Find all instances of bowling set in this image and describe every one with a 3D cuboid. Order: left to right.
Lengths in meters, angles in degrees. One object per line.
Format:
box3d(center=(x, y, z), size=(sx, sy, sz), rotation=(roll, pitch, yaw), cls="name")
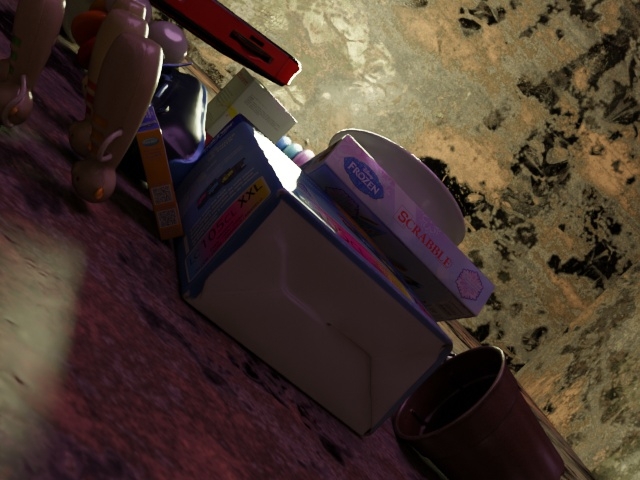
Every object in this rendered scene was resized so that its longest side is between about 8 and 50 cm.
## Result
box3d(center=(-0.270, -0.169, 0.700), size=(0.199, 0.154, 0.287), rotation=(18, 19, -21), cls="bowling set")

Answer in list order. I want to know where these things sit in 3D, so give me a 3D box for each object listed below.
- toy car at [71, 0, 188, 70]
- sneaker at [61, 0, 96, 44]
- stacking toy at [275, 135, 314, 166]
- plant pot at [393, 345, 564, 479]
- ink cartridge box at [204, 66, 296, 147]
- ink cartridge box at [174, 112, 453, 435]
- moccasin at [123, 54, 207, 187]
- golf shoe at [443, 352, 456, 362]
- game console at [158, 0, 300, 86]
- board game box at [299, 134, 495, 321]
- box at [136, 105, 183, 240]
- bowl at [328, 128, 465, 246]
box3d(center=(-0.313, -0.295, 1.161), size=(0.182, 0.159, 0.136), rotation=(43, 42, -10), cls="toy car")
box3d(center=(-0.456, -0.490, 1.236), size=(0.169, 0.108, 0.293), rotation=(47, -28, 45), cls="sneaker")
box3d(center=(-0.150, -0.251, 1.894), size=(0.330, 0.141, 0.141), rotation=(41, 6, 5), cls="stacking toy")
box3d(center=(0.207, 0.248, 0.915), size=(0.165, 0.167, 0.167), rotation=(52, 6, -7), cls="plant pot")
box3d(center=(-0.160, -0.233, 1.467), size=(0.127, 0.176, 0.128), rotation=(41, 8, -28), cls="ink cartridge box")
box3d(center=(-0.037, 0.009, 0.887), size=(0.270, 0.151, 0.395), rotation=(42, 6, -25), cls="ink cartridge box")
box3d(center=(-0.222, -0.184, 0.972), size=(0.116, 0.138, 0.342), rotation=(37, 9, -27), cls="moccasin")
box3d(center=(0.223, 0.246, 1.304), size=(0.186, 0.086, 0.067), rotation=(43, 5, -28), cls="golf shoe")
box3d(center=(-0.240, -0.424, 1.350), size=(0.386, 0.060, 0.342), rotation=(28, 8, -42), cls="game console")
box3d(center=(0.063, 0.008, 1.166), size=(0.318, 0.066, 0.318), rotation=(45, -26, -13), cls="board game box")
box3d(center=(-0.172, -0.078, 0.765), size=(0.081, 0.028, 0.136), rotation=(-124, -154, -58), cls="box")
box3d(center=(0.095, -0.044, 1.291), size=(0.297, 0.134, 0.298), rotation=(36, -20, 15), cls="bowl")
